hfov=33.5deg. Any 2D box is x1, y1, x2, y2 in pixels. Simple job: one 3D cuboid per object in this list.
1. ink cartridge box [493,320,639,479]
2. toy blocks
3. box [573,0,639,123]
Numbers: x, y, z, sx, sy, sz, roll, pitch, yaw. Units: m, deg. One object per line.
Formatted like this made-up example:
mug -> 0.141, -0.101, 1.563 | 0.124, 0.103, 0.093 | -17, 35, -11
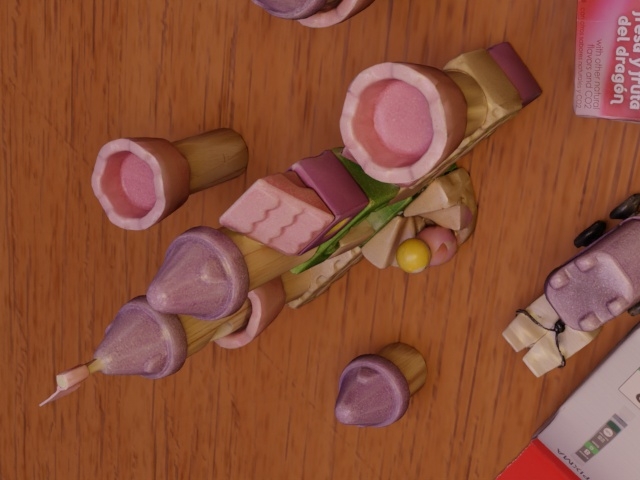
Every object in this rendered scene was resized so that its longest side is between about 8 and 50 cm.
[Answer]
ink cartridge box -> 0.216, 0.179, 0.694 | 0.181, 0.056, 0.225 | 43, 122, 14
toy blocks -> 0.000, 0.000, 0.646 | 0.288, 0.260, 0.309 | -42, 81, 35
box -> 0.207, -0.191, 0.530 | 0.122, 0.128, 0.257 | 9, 110, 31
